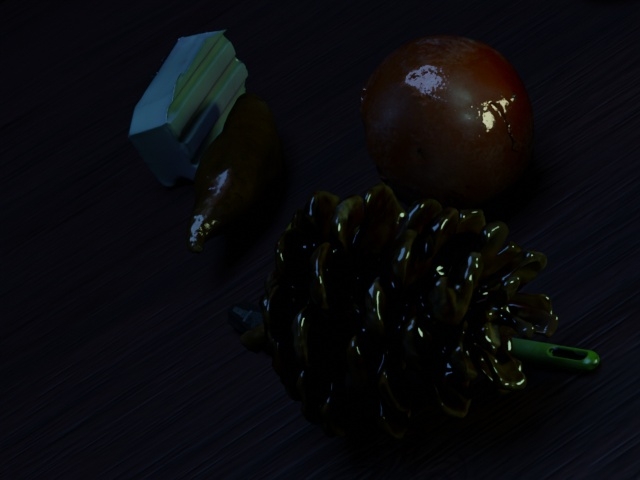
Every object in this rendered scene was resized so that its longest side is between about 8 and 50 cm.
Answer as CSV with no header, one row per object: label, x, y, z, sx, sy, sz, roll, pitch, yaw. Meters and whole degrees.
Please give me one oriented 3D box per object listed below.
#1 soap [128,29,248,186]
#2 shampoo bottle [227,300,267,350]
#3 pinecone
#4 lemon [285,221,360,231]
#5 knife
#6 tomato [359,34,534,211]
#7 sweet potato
soap,-0.198,-0.210,1.734,0.091,0.145,0.230,-9,37,32
shampoo bottle,-0.061,0.101,1.294,0.137,0.027,0.048,21,70,52
pinecone,0.069,0.061,1.053,0.309,0.244,0.244,-3,40,25
lemon,0.000,0.000,1.336,0.111,0.082,0.082,-27,32,6
knife,0.184,0.099,1.111,0.212,0.015,0.054,7,39,45
tomato,0.149,-0.135,1.290,0.185,0.208,0.208,-18,34,16
sweet potato,-0.109,-0.093,1.536,0.112,0.112,0.359,-13,32,26
